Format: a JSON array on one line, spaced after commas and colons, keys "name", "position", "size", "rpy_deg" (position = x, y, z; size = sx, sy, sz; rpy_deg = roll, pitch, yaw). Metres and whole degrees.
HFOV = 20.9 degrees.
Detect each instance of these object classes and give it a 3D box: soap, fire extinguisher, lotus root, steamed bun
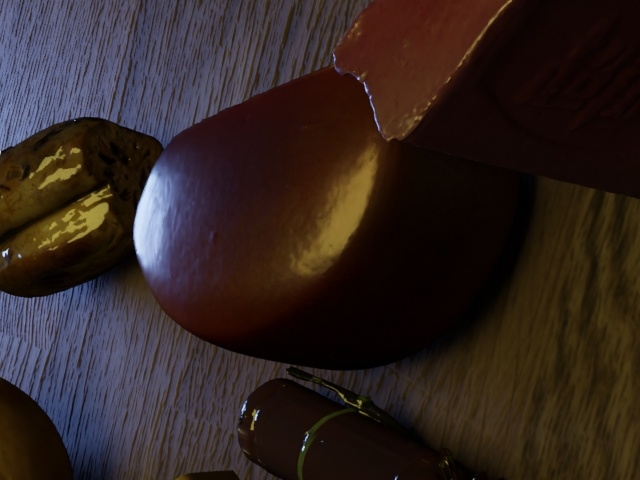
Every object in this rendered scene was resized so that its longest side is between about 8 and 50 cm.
[{"name": "soap", "position": [0.212, -0.171, 1.437], "size": [0.233, 0.359, 0.128], "rpy_deg": [-51, 53, 25]}, {"name": "fire extinguisher", "position": [0.050, 0.211, 1.672], "size": [0.341, 0.105, 0.141], "rpy_deg": [18, 134, 51]}, {"name": "lotus root", "position": [-0.321, -0.035, 2.073], "size": [0.291, 0.193, 0.193], "rpy_deg": [-28, 62, 38]}, {"name": "steamed bun", "position": [0.000, 0.000, 1.696], "size": [0.379, 0.235, 0.248], "rpy_deg": [-20, 61, 40]}]

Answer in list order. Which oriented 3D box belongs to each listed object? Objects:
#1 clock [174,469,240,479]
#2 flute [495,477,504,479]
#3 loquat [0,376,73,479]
[{"name": "clock", "position": [-0.076, 0.408, 1.696], "size": [0.244, 0.200, 0.317], "rpy_deg": [-47, 66, 11]}, {"name": "flute", "position": [0.085, 0.300, 1.707], "size": [0.269, 0.014, 0.014], "rpy_deg": [-39, 56, 32]}, {"name": "loquat", "position": [-0.445, 0.304, 2.034], "size": [0.328, 0.328, 0.328], "rpy_deg": [-12, 73, 43]}]
